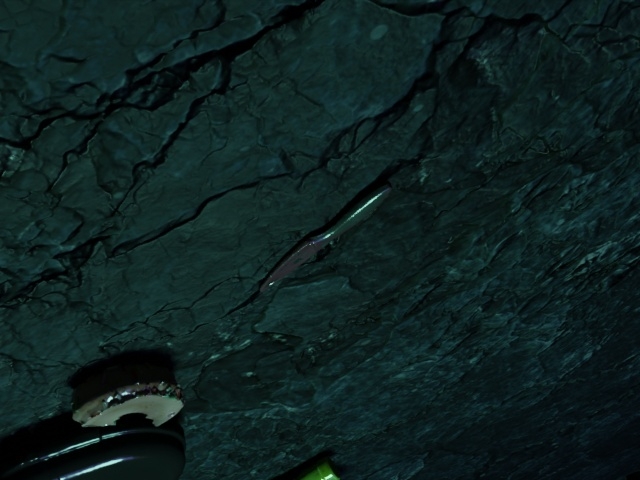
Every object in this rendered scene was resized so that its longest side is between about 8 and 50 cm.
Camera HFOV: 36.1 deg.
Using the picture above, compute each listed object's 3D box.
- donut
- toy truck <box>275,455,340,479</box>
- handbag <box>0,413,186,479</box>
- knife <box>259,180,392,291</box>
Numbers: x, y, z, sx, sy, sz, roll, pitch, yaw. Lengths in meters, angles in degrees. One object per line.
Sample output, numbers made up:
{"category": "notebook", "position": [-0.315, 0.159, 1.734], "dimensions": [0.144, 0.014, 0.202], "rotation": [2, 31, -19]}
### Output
{"category": "donut", "position": [-0.255, 0.210, 1.357], "dimensions": [0.166, 0.065, 0.117], "rotation": [11, 138, -47]}
{"category": "toy truck", "position": [-0.035, 0.544, 2.016], "dimensions": [0.187, 0.148, 0.211], "rotation": [-19, 131, 0]}
{"category": "handbag", "position": [-0.353, 0.352, 1.495], "dimensions": [0.307, 0.093, 0.254], "rotation": [-18, 151, -10]}
{"category": "knife", "position": [0.000, 0.000, 1.239], "dimensions": [0.247, 0.018, 0.035], "rotation": [-40, 150, 29]}
